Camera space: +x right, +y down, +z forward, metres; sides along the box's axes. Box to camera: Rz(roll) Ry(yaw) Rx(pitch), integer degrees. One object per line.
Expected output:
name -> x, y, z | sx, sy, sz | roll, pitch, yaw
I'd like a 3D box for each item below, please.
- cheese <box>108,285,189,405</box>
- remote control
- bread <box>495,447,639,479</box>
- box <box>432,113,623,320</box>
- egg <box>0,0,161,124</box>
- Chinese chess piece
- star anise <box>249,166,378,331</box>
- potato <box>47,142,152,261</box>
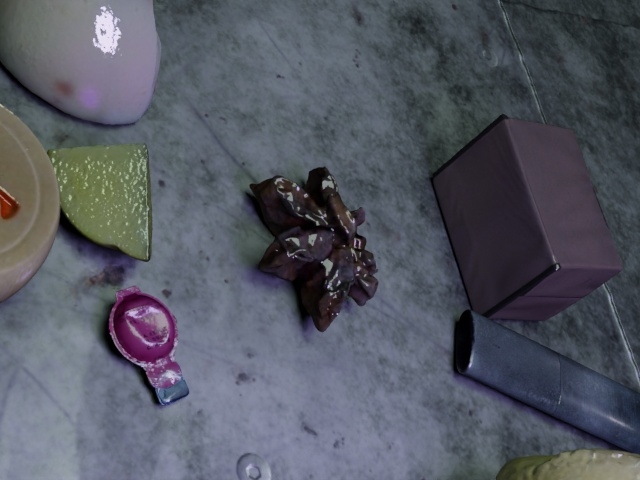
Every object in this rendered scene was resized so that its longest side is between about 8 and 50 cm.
cheese -> -0.197, 0.121, 1.474 | 0.095, 0.038, 0.145 | -20, 82, -43
remote control -> 0.354, 0.216, 1.853 | 0.377, 0.044, 0.107 | 26, 45, -24
bread -> 0.352, 0.391, 1.566 | 0.320, 0.320, 0.237 | 29, 71, -21
box -> 0.304, -0.026, 1.872 | 0.153, 0.188, 0.252 | 5, 58, -37
egg -> -0.296, -0.292, 1.577 | 0.206, 0.162, 0.271 | -21, 75, -46
Chinese chess piece -> -0.413, -0.046, 1.364 | 0.273, 0.102, 0.273 | 20, 52, -28
star anise -> -0.003, -0.006, 1.674 | 0.220, 0.099, 0.214 | 55, 35, 5
potato -> -0.264, -0.040, 1.522 | 0.120, 0.081, 0.149 | -2, 79, -7
